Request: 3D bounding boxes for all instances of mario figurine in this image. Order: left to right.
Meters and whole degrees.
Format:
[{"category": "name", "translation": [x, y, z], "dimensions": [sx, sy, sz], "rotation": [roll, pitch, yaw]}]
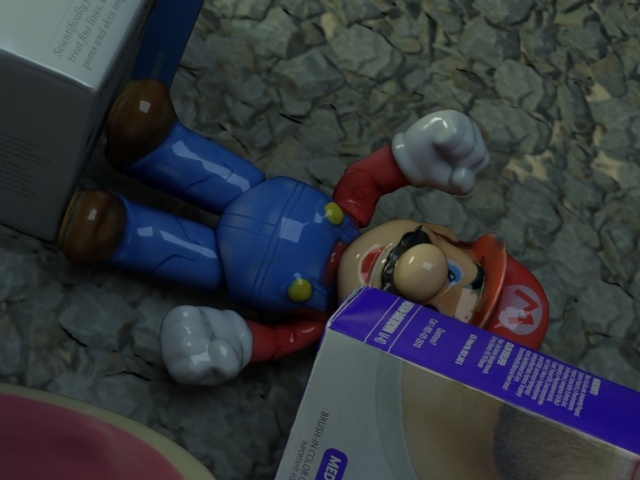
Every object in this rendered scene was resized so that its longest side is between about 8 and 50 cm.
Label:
[{"category": "mario figurine", "translation": [0.000, 0.000, 1.000], "dimensions": [0.321, 0.198, 0.170], "rotation": [20, 22, 0]}]

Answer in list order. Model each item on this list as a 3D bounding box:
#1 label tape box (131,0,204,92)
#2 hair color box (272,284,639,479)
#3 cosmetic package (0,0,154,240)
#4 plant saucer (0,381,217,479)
[{"category": "label tape box", "translation": [-0.220, -0.266, 1.053], "dimensions": [0.334, 0.240, 0.106], "rotation": [21, 53, -8]}, {"category": "hair color box", "translation": [0.140, 0.178, 0.892], "dimensions": [0.339, 0.185, 0.110], "rotation": [21, 17, 8]}, {"category": "cosmetic package", "translation": [-0.205, -0.127, 1.006], "dimensions": [0.151, 0.183, 0.151], "rotation": [23, 55, -6]}, {"category": "plant saucer", "translation": [-0.176, 0.154, 0.786], "dimensions": [0.332, 0.084, 0.332], "rotation": [12, 14, -3]}]
